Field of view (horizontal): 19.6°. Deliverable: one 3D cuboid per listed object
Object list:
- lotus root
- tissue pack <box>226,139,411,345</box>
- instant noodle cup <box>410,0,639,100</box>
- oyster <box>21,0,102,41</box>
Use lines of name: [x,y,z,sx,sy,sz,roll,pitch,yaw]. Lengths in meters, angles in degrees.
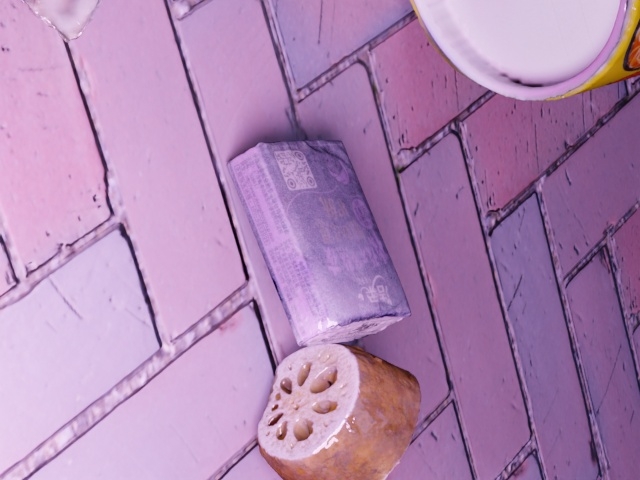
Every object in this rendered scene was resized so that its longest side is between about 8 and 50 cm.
lotus root: [0.014,0.138,1.436,0.081,0.112,0.122,43,57,-43]
tissue pack: [0.000,0.000,1.426,0.112,0.051,0.156,-5,69,-55]
instant noodle cup: [0.235,-0.272,1.599,0.254,0.326,0.325,-27,112,-40]
oyster: [-0.187,-0.278,1.170,0.275,0.100,0.271,73,27,-60]
